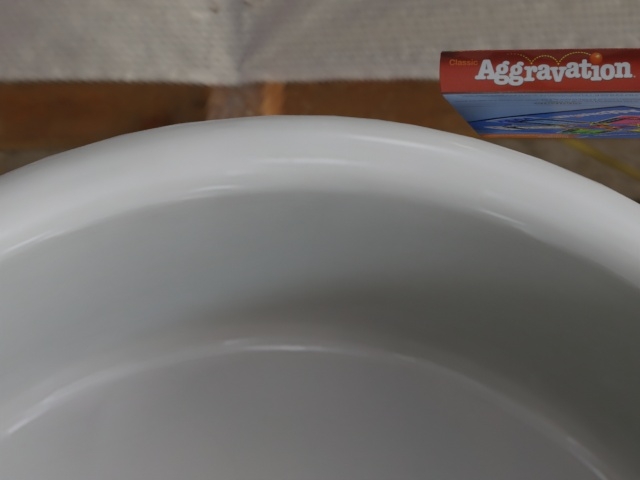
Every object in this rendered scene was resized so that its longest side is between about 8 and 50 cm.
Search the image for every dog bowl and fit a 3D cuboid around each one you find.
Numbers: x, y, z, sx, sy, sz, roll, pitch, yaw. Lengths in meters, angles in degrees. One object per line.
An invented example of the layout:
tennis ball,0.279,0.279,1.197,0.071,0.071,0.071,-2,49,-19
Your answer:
dog bowl,-0.006,0.130,0.409,0.349,0.102,0.348,1,-106,-5

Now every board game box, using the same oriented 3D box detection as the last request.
board game box,0.216,-0.080,1.009,0.281,0.145,0.027,1,-98,14
